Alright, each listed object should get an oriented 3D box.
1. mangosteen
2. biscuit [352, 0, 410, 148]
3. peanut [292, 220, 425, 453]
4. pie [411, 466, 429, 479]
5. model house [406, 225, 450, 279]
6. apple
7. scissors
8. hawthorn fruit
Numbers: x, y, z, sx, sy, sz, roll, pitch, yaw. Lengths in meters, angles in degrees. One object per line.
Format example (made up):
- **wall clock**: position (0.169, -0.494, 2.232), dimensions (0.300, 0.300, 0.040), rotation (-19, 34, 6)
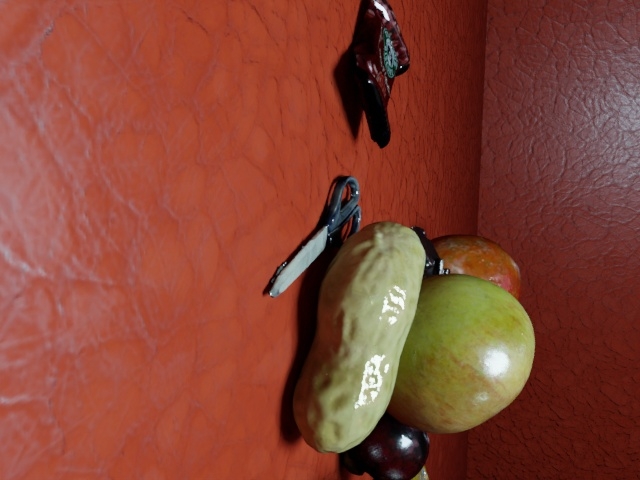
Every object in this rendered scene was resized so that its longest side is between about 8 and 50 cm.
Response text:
- **mangosteen**: position (0.104, 0.339, 0.888), dimensions (0.152, 0.152, 0.152), rotation (4, 90, -68)
- **biscuit**: position (0.090, -0.265, 0.825), dimensions (0.151, 0.063, 0.235), rotation (67, 32, -50)
- **peanut**: position (0.047, 0.116, 0.693), dimensions (0.319, 0.147, 0.147), rotation (-68, 154, -16)
- **pie**: position (0.240, 0.693, 1.364), dimensions (0.273, 0.069, 0.273), rotation (5, 90, -72)
- **model house**: position (0.174, 0.060, 0.995), dimensions (0.203, 0.141, 0.164), rotation (-12, 115, -64)
- **apple**: position (0.188, 0.168, 0.804), dimensions (0.194, 0.261, 0.261), rotation (42, 37, -5)
- **scissors**: position (0.000, 0.000, 0.708), dimensions (0.300, 0.022, 0.109), rotation (-47, 137, -55)
- **hawthorn fruit**: position (0.312, 0.114, 1.207), dimensions (0.284, 0.284, 0.284), rotation (4, 90, -68)
